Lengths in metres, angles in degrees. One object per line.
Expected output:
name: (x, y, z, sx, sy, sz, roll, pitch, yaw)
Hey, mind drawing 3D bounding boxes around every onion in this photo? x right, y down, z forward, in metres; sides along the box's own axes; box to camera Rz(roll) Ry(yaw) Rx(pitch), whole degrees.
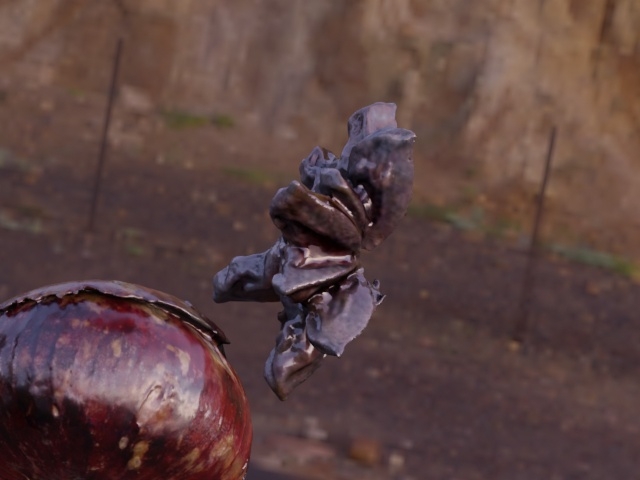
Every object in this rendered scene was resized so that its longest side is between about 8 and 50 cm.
onion: (-0.171, 0.129, 1.446, 0.246, 0.190, 0.246, -1, -34, -1)

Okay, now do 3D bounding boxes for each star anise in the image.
star anise: (0.002, -0.003, 1.634, 0.129, 0.282, 0.212, 30, -10, -9)
